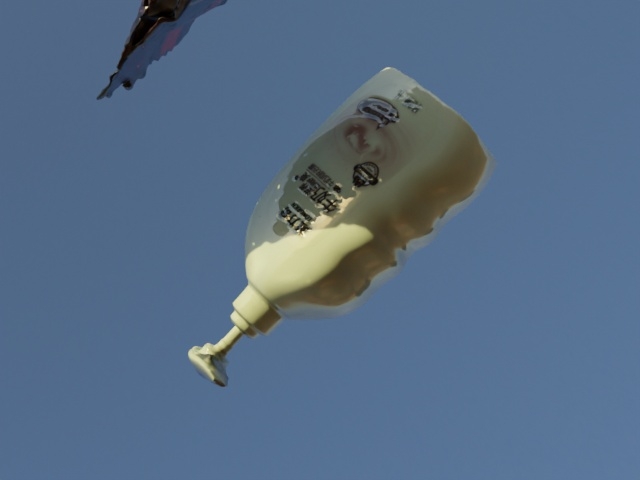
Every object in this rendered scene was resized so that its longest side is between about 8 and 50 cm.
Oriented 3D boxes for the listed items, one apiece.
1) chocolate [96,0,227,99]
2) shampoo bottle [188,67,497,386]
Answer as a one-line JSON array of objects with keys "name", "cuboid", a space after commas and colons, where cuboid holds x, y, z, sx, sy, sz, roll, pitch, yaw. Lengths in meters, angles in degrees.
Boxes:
[{"name": "chocolate", "cuboid": [-0.028, -0.124, 0.482, 0.028, 0.086, 0.182, 42, -49, -4]}, {"name": "shampoo bottle", "cuboid": [0.000, 0.000, 0.538, 0.152, 0.077, 0.045, -47, -39, 2]}]
